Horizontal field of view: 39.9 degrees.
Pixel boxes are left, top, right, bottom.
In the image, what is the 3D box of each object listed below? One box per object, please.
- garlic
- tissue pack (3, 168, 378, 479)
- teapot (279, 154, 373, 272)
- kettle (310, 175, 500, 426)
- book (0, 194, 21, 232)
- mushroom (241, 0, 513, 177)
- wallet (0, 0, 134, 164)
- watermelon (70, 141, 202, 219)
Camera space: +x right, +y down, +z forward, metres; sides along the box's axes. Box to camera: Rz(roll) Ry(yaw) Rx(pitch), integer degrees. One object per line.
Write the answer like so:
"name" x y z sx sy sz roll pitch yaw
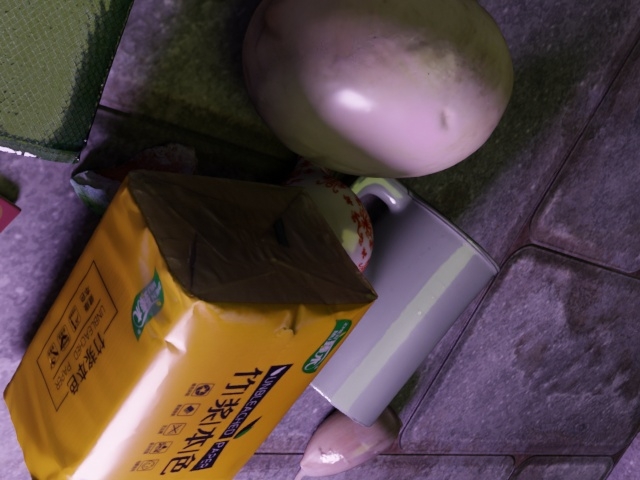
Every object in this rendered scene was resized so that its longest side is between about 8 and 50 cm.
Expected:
"garlic" 0.031 0.371 1.575 0.266 0.128 0.148 -23 121 -10
"tissue pack" -0.163 0.127 1.066 0.293 0.228 0.382 5 131 -45
"teapot" 0.000 0.000 1.197 0.116 0.159 0.245 -46 122 -58
"kettle" 0.077 0.081 1.343 0.318 0.265 0.205 -49 169 1
"book" -0.454 -0.032 0.926 0.162 0.022 0.232 -47 138 -1
"mushroom" 0.089 -0.200 1.055 0.356 0.315 0.315 -18 130 -38
"wallet" -0.292 -0.203 0.911 0.160 0.055 0.236 11 106 -40
"watermelon" -0.201 -0.060 1.082 0.187 0.071 0.139 29 95 -46
